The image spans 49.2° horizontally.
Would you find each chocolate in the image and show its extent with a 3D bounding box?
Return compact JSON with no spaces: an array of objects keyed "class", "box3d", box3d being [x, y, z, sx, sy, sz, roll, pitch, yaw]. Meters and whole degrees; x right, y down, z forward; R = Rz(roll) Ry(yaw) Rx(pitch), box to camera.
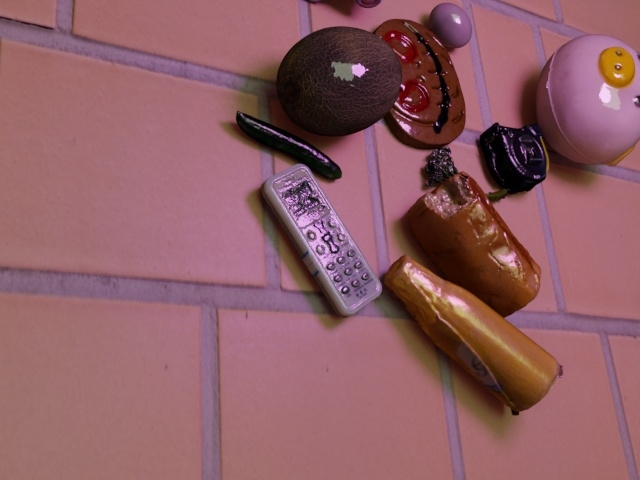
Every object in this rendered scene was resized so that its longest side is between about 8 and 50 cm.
[{"class":"chocolate","box3d":[0.323,0.204,1.568,0.445,0.162,0.162,38,56,-7]}]

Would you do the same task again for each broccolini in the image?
[{"class":"broccolini","box3d":[0.376,-0.167,1.799,0.271,0.062,0.123,14,72,-30]}]

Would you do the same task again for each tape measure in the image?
[{"class":"tape measure","box3d":[0.537,-0.224,1.882,0.198,0.112,0.186,-7,76,-32]}]

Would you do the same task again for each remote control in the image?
[{"class":"remote control","box3d":[0.000,0.000,1.489,0.128,0.065,0.335,-31,88,-34]}]

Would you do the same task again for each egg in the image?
[{"class":"egg","box3d":[0.360,-0.593,1.927,0.135,0.103,0.103,44,55,-9]}]

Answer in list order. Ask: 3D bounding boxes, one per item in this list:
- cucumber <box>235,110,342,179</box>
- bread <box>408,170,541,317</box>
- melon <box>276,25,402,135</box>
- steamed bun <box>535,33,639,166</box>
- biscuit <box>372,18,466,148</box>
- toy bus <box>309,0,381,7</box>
[{"class":"cucumber","box3d":[-0.068,-0.210,1.545,0.284,0.056,0.056,27,59,-23]},{"class":"bread","box3d":[0.352,0.019,1.621,0.344,0.195,0.149,50,34,-4]},{"class":"melon","box3d":[0.049,-0.355,1.558,0.301,0.237,0.238,-22,83,-37]},{"class":"steamed bun","box3d":[0.770,-0.397,1.973,0.333,0.334,0.374,25,65,-21]},{"class":"biscuit","box3d":[0.238,-0.413,1.808,0.314,0.063,0.368,-3,73,-33]},{"class":"toy bus","box3d":[0.066,-0.723,1.698,0.293,0.232,0.198,6,66,-3]}]
